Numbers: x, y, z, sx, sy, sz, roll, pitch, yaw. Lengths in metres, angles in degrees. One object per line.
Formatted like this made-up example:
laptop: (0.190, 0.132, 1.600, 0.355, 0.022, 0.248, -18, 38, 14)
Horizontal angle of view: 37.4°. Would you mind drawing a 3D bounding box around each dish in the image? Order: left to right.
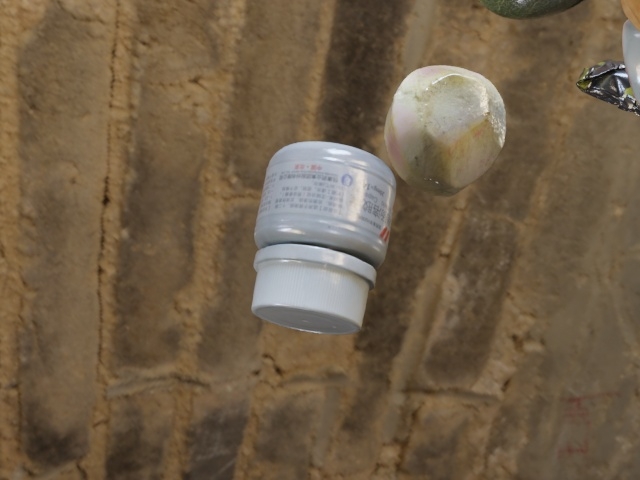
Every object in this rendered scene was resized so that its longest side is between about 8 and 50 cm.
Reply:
dish: (0.617, -0.310, 1.674, 0.081, 0.229, 0.229, -18, -45, 0)

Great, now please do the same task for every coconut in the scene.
coconut: (0.243, -0.218, 1.886, 0.259, 0.259, 0.259, -23, -47, -27)

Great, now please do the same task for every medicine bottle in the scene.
medicine bottle: (0.000, 0.000, 1.717, 0.245, 0.245, 0.306, 29, -114, -49)

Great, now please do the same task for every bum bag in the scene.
bum bag: (0.615, -0.286, 1.821, 0.107, 0.232, 0.060, -52, -22, -23)

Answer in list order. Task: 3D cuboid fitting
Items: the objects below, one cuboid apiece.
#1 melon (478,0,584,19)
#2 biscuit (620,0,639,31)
melon: (0.355, -0.480, 1.512, 0.237, 0.238, 0.301, -19, -6, -30)
biscuit: (0.396, -0.253, 0.718, 0.455, 0.078, 0.350, 25, -96, -21)
